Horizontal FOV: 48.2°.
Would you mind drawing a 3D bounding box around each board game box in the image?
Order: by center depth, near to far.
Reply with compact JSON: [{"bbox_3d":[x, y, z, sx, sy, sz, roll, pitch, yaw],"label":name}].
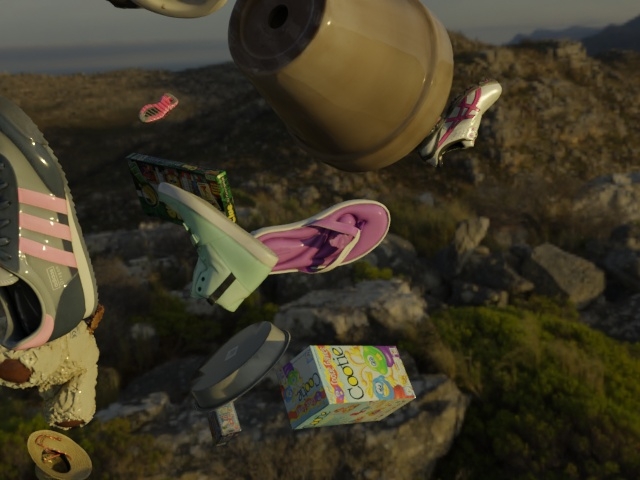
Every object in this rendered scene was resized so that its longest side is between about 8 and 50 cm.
[{"bbox_3d":[-0.267,-0.088,1.379,0.259,0.136,0.030,14,40,36],"label":"board game box"},{"bbox_3d":[0.060,0.336,1.663,0.275,0.142,0.144,7,-38,-41],"label":"board game box"},{"bbox_3d":[-0.298,0.494,2.116,0.060,0.194,0.194,-9,-22,-20],"label":"board game box"}]

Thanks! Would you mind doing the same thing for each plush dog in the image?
[{"bbox_3d":[-0.521,0.195,1.281,0.225,0.262,0.211,2,54,19],"label":"plush dog"}]

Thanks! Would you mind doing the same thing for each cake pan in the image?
[{"bbox_3d":[-0.206,0.300,1.758,0.293,0.054,0.293,-34,14,10],"label":"cake pan"}]

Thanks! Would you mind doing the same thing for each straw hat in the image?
[{"bbox_3d":[-0.538,0.453,1.438,0.144,0.061,0.144,35,9,-6],"label":"straw hat"}]

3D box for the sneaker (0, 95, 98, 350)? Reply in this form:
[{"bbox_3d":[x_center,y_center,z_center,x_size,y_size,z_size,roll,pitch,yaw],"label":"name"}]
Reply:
[{"bbox_3d":[-0.374,-0.012,0.871,0.112,0.319,0.131,-1,26,29],"label":"sneaker"}]

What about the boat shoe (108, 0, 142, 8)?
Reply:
[{"bbox_3d":[-0.386,-0.566,1.618,0.227,0.081,0.069,5,-10,11],"label":"boat shoe"}]

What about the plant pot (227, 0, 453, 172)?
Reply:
[{"bbox_3d":[0.012,-0.303,1.150,0.323,0.323,0.280,8,-8,36],"label":"plant pot"}]

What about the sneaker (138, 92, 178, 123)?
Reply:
[{"bbox_3d":[-0.385,-0.299,1.686,0.119,0.047,0.057,-45,-3,-43],"label":"sneaker"}]

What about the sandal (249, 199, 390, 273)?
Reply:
[{"bbox_3d":[0.003,0.014,1.845,0.416,0.169,0.102,-17,25,-15],"label":"sandal"}]

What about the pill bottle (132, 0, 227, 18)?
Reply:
[{"bbox_3d":[-0.150,-0.367,0.773,0.121,0.221,0.121,2,-14,0],"label":"pill bottle"}]

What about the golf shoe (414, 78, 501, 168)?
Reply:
[{"bbox_3d":[0.243,-0.198,1.223,0.186,0.086,0.067,-39,-13,-2],"label":"golf shoe"}]

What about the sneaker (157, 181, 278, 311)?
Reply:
[{"bbox_3d":[-0.216,0.015,1.250,0.256,0.151,0.094,37,3,12],"label":"sneaker"}]
